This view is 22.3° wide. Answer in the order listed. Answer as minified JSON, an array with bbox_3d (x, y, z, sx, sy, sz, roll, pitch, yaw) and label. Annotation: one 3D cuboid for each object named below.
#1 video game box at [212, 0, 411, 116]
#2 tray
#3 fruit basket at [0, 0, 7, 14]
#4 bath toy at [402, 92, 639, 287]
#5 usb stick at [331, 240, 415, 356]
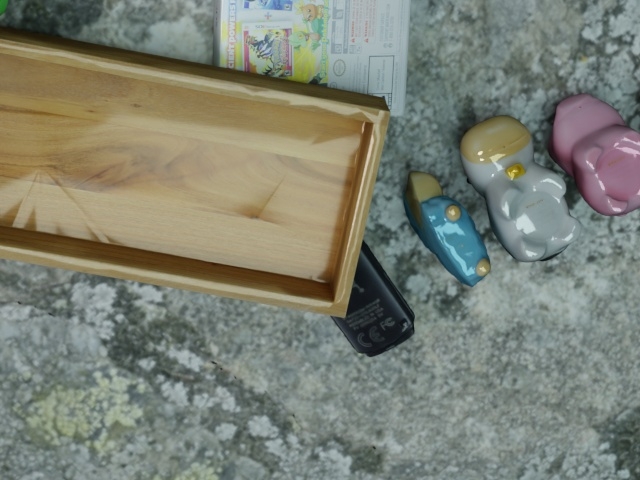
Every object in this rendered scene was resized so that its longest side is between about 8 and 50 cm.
[{"bbox_3d":[-0.008,-0.218,1.547,0.187,0.048,0.205,-2,109,-16],"label":"video game box"},{"bbox_3d":[-0.159,-0.068,1.508,0.411,0.076,0.203,10,106,-6],"label":"tray"},{"bbox_3d":[-0.411,-0.318,1.335,0.392,0.283,0.392,16,68,-43],"label":"fruit basket"},{"bbox_3d":[0.260,-0.077,1.625,0.348,0.129,0.151,-21,93,-7],"label":"bath toy"},{"bbox_3d":[0.000,0.000,1.619,0.077,0.045,0.278,-28,114,15],"label":"usb stick"}]
